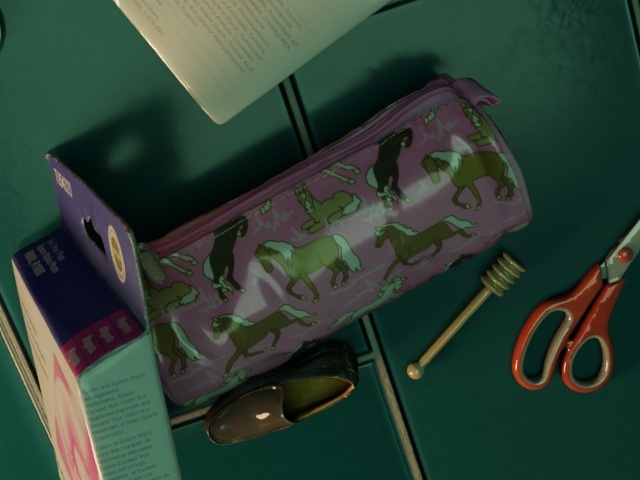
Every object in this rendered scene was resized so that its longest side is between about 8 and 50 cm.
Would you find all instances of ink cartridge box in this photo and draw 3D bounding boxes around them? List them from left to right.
[{"bbox_3d":[-0.193,0.116,0.886,0.071,0.324,0.330,-16,109,-20],"label":"ink cartridge box"}]

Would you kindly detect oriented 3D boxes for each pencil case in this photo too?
[{"bbox_3d":[0.000,0.000,0.958,0.386,0.167,0.160,-28,77,3],"label":"pencil case"}]

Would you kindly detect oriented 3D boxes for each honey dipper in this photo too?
[{"bbox_3d":[0.141,0.078,1.062,0.030,0.030,0.160,38,103,-15],"label":"honey dipper"}]

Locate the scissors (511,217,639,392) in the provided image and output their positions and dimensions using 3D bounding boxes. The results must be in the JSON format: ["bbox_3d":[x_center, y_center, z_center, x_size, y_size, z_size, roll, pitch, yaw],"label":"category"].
[{"bbox_3d":[0.285,0.025,1.062,0.109,0.021,0.297,17,107,-9],"label":"scissors"}]

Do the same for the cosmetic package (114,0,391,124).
[{"bbox_3d":[-0.048,-0.222,0.867,0.184,0.151,0.151,-33,108,19],"label":"cosmetic package"}]

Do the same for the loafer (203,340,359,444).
[{"bbox_3d":[-0.040,0.157,1.051,0.170,0.061,0.062,-30,109,5],"label":"loafer"}]
